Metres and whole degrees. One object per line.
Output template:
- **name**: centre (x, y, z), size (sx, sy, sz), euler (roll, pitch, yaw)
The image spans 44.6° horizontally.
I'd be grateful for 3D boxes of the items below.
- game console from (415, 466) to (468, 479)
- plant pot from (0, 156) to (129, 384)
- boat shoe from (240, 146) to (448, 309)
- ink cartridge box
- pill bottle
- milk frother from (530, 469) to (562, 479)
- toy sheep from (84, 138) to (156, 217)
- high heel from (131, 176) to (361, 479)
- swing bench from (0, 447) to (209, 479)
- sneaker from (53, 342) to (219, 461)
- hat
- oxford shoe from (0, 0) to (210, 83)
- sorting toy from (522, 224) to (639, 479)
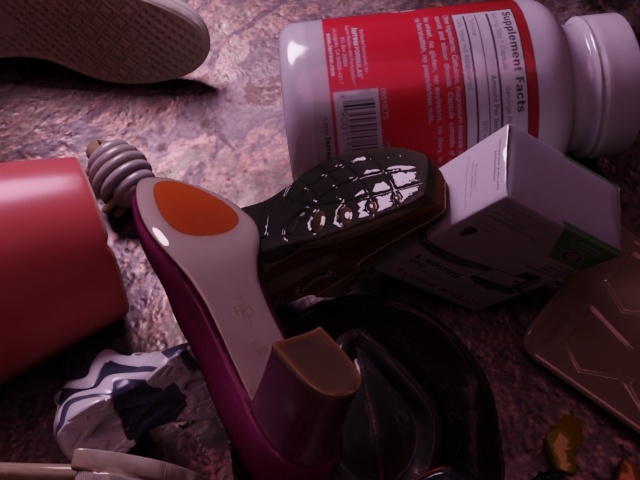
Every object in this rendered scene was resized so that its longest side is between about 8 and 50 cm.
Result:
- **game console**: centre (0.094, 0.444, 0.648), size (0.342, 0.060, 0.387), euler (-41, 64, 5)
- **plant pot**: centre (-0.362, 0.031, 0.874), size (0.243, 0.275, 0.275), euler (-19, 60, -18)
- **boat shoe**: centre (0.000, 0.000, 0.873), size (0.323, 0.120, 0.123), euler (-19, 41, 31)
- **ink cartridge box**: centre (0.184, -0.013, 0.847), size (0.160, 0.219, 0.093), euler (23, 58, -23)
- **pill bottle**: centre (0.161, -0.170, 0.957), size (0.407, 0.229, 0.229), euler (-6, 60, 0)
- **milk frother**: centre (0.239, 0.312, 0.758), size (0.143, 0.129, 0.135), euler (-30, 98, -47)
- **toy sheep**: centre (-0.262, -0.082, 1.023), size (0.091, 0.091, 0.132), euler (-40, 79, -17)
- **high heel**: centre (-0.106, 0.092, 0.779), size (0.127, 0.181, 0.377), euler (-5, 39, -34)
- **swing bench**: centre (-0.246, 0.336, 0.704), size (0.254, 0.165, 0.253), euler (-9, 57, 16)
- **sneaker**: centre (-0.185, 0.150, 0.860), size (0.235, 0.094, 0.153), euler (-29, 24, -22)
- **hat**: centre (0.045, 0.186, 0.818), size (0.331, 0.134, 0.332), euler (-2, 61, 4)
- **oxford shoe**: centre (-0.372, -0.332, 1.139), size (0.449, 0.169, 0.130), euler (8, 42, 10)
- **sorting toy**: centre (0.345, 0.147, 0.875), size (0.229, 0.041, 0.307), euler (38, 69, 17)
